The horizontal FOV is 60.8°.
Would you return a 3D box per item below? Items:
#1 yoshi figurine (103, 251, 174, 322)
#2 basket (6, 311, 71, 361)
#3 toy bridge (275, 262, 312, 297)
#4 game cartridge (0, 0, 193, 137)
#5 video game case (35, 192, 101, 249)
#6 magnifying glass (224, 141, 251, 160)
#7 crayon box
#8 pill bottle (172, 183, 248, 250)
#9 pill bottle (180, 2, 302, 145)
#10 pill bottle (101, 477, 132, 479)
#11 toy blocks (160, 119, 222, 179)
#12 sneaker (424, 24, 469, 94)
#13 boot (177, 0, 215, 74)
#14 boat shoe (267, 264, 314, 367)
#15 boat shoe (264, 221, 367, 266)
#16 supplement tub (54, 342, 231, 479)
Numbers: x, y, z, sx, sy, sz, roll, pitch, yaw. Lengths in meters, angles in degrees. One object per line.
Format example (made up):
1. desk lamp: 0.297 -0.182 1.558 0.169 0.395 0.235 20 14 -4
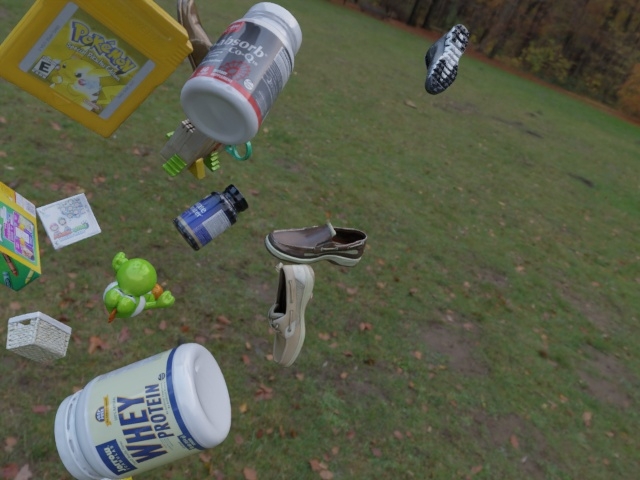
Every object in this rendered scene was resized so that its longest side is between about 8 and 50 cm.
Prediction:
1. yoshi figurine: -0.554 0.133 1.659 0.203 0.203 0.362 -5 2 -11
2. basket: -0.886 0.308 1.719 0.113 0.167 0.103 -13 60 9
3. toy bridge: -0.105 0.163 2.080 0.188 0.026 0.063 45 22 -14
4. game cartridge: -0.474 -0.399 1.160 0.285 0.323 0.053 32 28 -45
5. video game case: -0.823 -0.063 1.789 0.157 0.143 0.019 -27 9 -35
6. magnifying glass: -0.343 -0.353 2.069 0.230 0.092 0.026 14 22 42
7. crayon box: -0.802 -0.026 1.367 0.165 0.081 0.279 52 6 -50
8. pill bottle: -0.338 -0.076 1.706 0.219 0.123 0.122 -39 52 -14
9. pill bottle: -0.194 -0.444 1.432 0.210 0.210 0.363 22 59 3
10. pill bottle: -0.576 0.610 1.468 0.117 0.118 0.209 2 43 -35
11. toy blocks: -0.361 -0.380 1.825 0.191 0.261 0.381 45 29 -3
12. sneaker: 0.331 -0.489 1.519 0.078 0.235 0.106 36 -22 -26
13. boot: -0.322 -0.543 1.553 0.115 0.306 0.112 -7 25 14
14. boat shoe: -0.113 0.233 1.695 0.110 0.342 0.121 3 15 -32
15. boat shoe: -0.003 -0.006 1.243 0.257 0.095 0.095 4 41 -37
16. supplement tub: -0.391 0.390 1.229 0.324 0.236 0.235 -21 28 5
